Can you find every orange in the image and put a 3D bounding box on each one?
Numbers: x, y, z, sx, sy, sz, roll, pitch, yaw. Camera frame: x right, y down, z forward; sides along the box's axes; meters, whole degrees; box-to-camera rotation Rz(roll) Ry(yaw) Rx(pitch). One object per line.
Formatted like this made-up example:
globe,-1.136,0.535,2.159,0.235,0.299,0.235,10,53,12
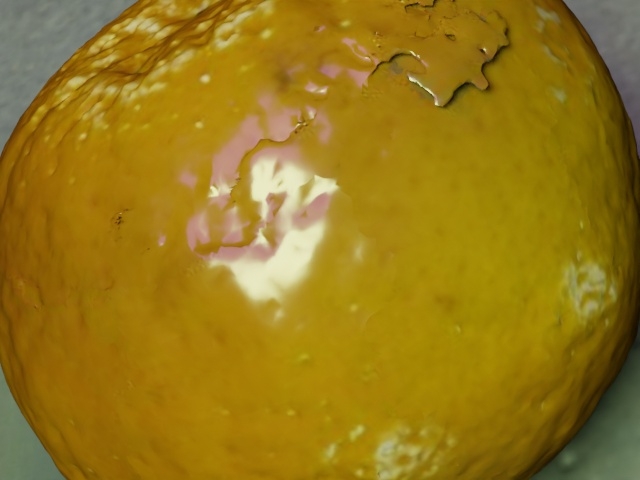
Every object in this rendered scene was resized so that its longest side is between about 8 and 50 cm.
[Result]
orange,-0.002,0.000,0.551,0.219,0.193,0.219,-45,12,12

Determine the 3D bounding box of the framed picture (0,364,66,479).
framed picture,-0.138,0.101,0.669,0.213,0.016,0.289,-15,52,17
